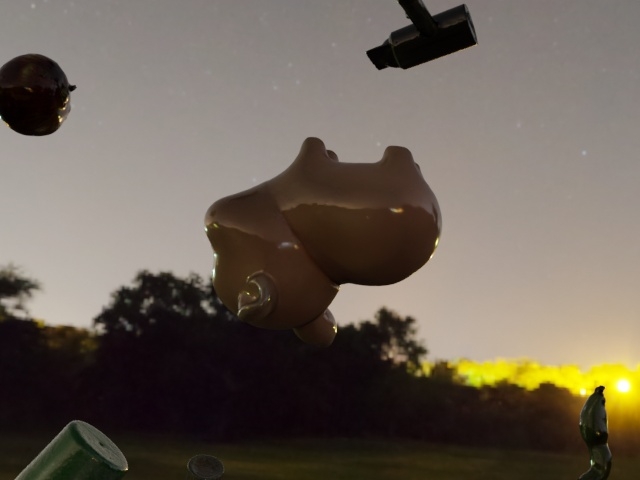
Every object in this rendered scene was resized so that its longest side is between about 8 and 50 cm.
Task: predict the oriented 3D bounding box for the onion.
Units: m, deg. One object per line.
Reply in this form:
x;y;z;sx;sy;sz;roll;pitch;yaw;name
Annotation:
-0.404;-0.201;1.207;0.119;0.117;0.118;-9;22;4;onion

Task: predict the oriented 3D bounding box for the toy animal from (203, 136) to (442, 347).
0.000;0.000;1.162;0.326;0.269;0.237;3;-15;25;toy animal

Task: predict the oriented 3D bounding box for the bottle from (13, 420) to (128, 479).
-0.354;0.348;0.947;0.093;0.330;0.093;42;-3;3;bottle

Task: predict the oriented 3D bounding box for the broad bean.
0.545;0.391;1.710;0.070;0.213;0.048;16;-24;-8;broad bean

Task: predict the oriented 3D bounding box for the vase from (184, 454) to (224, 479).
-0.171;0.358;1.223;0.053;0.100;0.053;11;27;-6;vase

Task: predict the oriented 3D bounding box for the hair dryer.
0.148;-0.380;1.491;0.196;0.078;0.248;-17;-21;19;hair dryer
